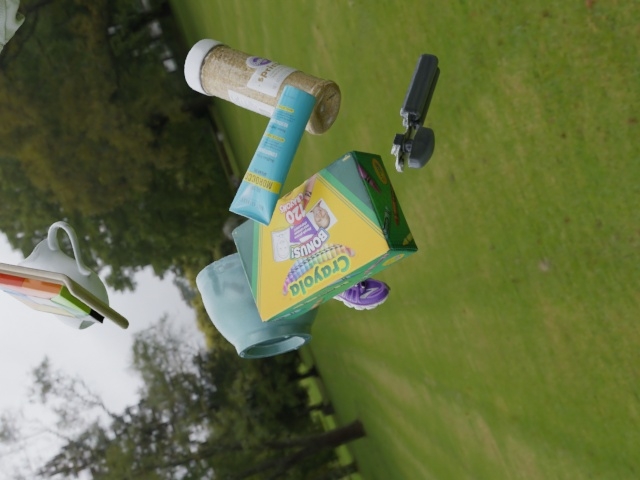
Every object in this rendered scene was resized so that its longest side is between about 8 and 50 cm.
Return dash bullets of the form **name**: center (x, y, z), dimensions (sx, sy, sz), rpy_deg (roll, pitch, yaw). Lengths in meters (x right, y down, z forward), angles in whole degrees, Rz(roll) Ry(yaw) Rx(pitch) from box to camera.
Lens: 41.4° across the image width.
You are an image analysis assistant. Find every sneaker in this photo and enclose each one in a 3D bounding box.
- **sneaker**: center (-0.491, -0.362, 1.208), dimensions (0.090, 0.115, 0.232), rpy_deg (38, 165, 8)
- **sneaker**: center (0.048, 0.079, 1.598), dimensions (0.071, 0.170, 0.068), rpy_deg (85, -156, -48)

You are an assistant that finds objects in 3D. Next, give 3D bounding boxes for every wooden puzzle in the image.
- **wooden puzzle**: center (-0.486, 0.097, 1.508), dimensions (0.221, 0.239, 0.044), rpy_deg (58, -131, -62)

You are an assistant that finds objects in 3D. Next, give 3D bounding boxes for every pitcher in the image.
- **pitcher**: center (-0.547, 0.077, 1.850), dimensions (0.207, 0.125, 0.178), rpy_deg (48, 123, 10)

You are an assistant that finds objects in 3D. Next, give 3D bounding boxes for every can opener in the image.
- **can opener**: center (0.211, -0.264, 1.782), dimensions (0.074, 0.093, 0.280), rpy_deg (67, -145, -61)

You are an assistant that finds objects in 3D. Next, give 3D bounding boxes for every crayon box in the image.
- **crayon box**: center (0.000, 0.000, 1.322), dimensions (0.081, 0.278, 0.165), rpy_deg (1, -117, -51)

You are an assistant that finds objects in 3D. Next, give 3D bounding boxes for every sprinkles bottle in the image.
- **sprinkles bottle**: center (-0.128, -0.335, 1.831), dimensions (0.355, 0.121, 0.121), rpy_deg (24, 146, 28)

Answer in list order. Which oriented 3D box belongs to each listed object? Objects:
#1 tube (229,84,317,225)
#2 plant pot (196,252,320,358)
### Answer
- **tube**: center (-0.068, -0.128, 1.269), dimensions (0.080, 0.207, 0.052), rpy_deg (23, -178, 39)
- **plant pot**: center (-0.123, 0.155, 1.945), dimensions (0.293, 0.293, 0.196), rpy_deg (94, 163, -70)
